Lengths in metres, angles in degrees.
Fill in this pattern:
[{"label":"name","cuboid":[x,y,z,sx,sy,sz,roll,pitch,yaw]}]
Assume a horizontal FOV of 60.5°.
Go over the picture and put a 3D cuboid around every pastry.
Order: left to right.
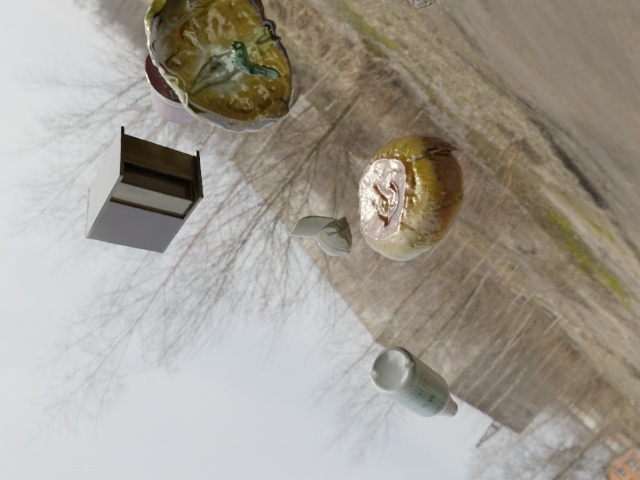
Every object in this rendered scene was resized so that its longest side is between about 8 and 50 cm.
[{"label":"pastry","cuboid":[0.235,-0.113,1.460,0.164,0.355,0.356,9,-157,-33]}]

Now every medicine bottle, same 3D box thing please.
[{"label":"medicine bottle","cuboid":[0.239,0.352,1.280,0.352,0.110,0.110,42,-177,-46]}]

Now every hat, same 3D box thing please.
[{"label":"hat","cuboid":[0.000,0.000,1.798,0.144,0.173,0.166,63,154,16]}]

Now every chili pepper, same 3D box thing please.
[{"label":"chili pepper","cuboid":[-0.127,-0.315,0.988,0.056,0.035,0.118,2,167,36]}]

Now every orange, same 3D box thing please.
[{"label":"orange","cuboid":[-0.235,-0.424,1.252,0.368,0.271,0.210,59,171,-34]}]

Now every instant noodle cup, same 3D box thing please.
[{"label":"instant noodle cup","cuboid":[-0.448,-0.499,1.769,0.235,0.234,0.178,39,154,-5]}]

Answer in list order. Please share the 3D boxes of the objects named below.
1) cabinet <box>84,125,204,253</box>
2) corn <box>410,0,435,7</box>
[{"label":"cabinet","cuboid":[-0.378,-0.104,1.171,0.175,0.215,0.148,14,-131,-34]},{"label":"corn","cuboid":[0.262,-0.743,1.510,0.092,0.092,0.280,42,-173,23]}]
